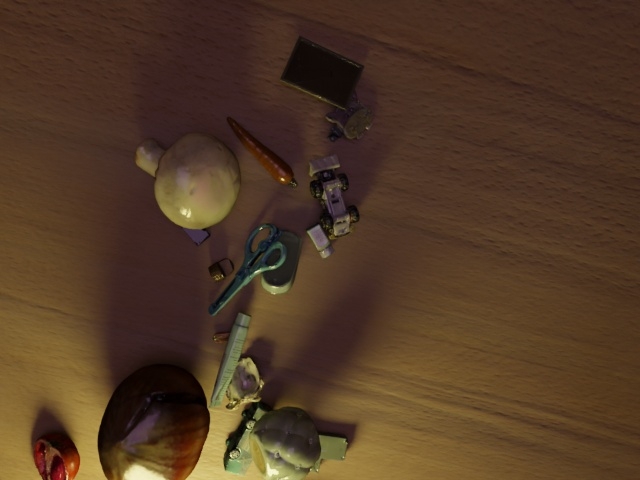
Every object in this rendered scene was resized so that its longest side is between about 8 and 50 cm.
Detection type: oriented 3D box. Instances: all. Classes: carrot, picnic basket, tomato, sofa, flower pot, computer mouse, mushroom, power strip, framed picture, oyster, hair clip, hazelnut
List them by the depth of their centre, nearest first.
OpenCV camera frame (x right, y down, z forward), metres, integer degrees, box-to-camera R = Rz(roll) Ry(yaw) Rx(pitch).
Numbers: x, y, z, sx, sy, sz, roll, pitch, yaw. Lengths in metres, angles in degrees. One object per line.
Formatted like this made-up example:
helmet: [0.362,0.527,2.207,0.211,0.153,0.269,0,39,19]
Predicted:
mushroom: [-0.408,-0.218,1.780,0.315,0.315,0.356,-33,97,-4]
hazelnut: [-0.535,0.610,1.799,0.359,0.359,0.409,17,99,-8]
flower pot: [-0.122,0.679,1.845,0.195,0.246,0.246,-15,96,-29]
tomato: [-0.881,0.745,1.890,0.189,0.099,0.173,24,110,30]
carrot: [-0.203,-0.300,1.911,0.336,0.069,0.069,43,88,-5]
sofa: [-0.437,-0.044,1.912,0.060,0.039,0.118,-40,98,-1]
framed picture: [0.008,-0.576,1.914,0.250,0.016,0.184,22,77,-6]
picnic basket: [-0.337,0.100,1.919,0.083,0.072,0.072,-30,97,1]
computer mouse: [-0.140,0.074,1.941,0.128,0.079,0.230,14,78,0]
hair clip: [0.100,-0.419,1.945,0.187,0.056,0.146,-46,105,-5]
oyster: [-0.276,0.511,1.961,0.163,0.081,0.191,41,85,19]
power strip: [-0.016,0.768,2.012,0.216,0.061,0.145,10,92,-7]

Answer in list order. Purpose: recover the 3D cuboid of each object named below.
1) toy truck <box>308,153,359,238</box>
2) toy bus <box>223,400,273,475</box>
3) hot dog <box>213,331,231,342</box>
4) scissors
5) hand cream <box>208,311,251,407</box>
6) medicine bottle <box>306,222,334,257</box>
toy truck: [0.038,-0.148,1.927,0.136,0.111,0.285,-17,94,-16]
toy bus: [-0.257,0.695,1.967,0.109,0.091,0.261,29,91,-19]
hot dog: [-0.338,0.341,1.962,0.083,0.021,0.037,-2,105,-8]
scissors: [-0.260,0.108,1.912,0.393,0.180,0.032,-48,143,8]
hand cream: [-0.309,0.413,1.918,0.058,0.085,0.331,14,83,16]
medicine bottle: [0.000,0.000,1.951,0.055,0.074,0.118,-30,97,-5]
